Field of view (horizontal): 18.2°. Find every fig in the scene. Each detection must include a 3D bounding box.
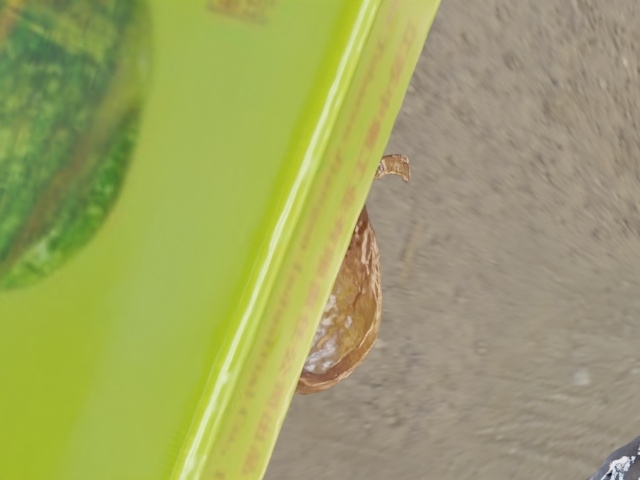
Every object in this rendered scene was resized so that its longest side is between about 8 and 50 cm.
[{"bbox_3d":[0.000,0.000,1.245,0.146,0.133,0.201,26,63,41],"label":"fig"}]

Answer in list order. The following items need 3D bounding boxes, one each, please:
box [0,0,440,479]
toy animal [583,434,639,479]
[{"bbox_3d":[-0.071,-0.051,0.475,0.187,0.047,0.335,18,82,21],"label":"box"},{"bbox_3d":[0.338,0.100,1.380,0.367,0.206,0.081,-26,89,-26],"label":"toy animal"}]
